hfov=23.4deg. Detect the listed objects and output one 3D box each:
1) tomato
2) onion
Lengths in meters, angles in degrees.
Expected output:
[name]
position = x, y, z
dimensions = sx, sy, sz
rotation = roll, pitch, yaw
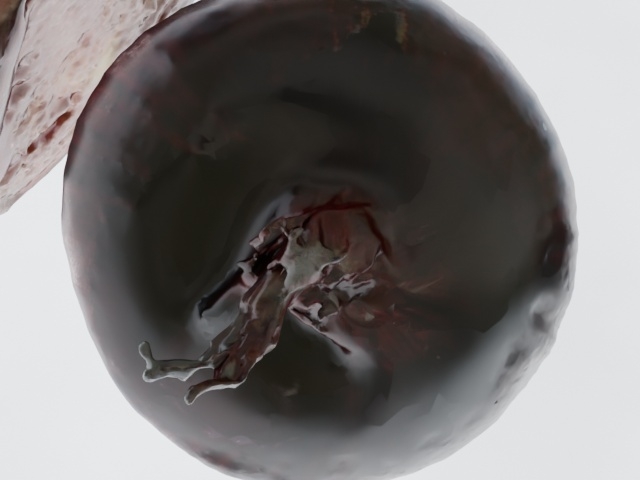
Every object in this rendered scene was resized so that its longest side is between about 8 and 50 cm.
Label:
[tomato]
position = -0.209, -0.162, 0.982
dimensions = 0.170, 0.309, 0.309
rotation = 36, -131, 8
[onion]
position = 0.000, 0.000, 0.768
dimensions = 0.273, 0.273, 0.285
rotation = 42, -173, -4
